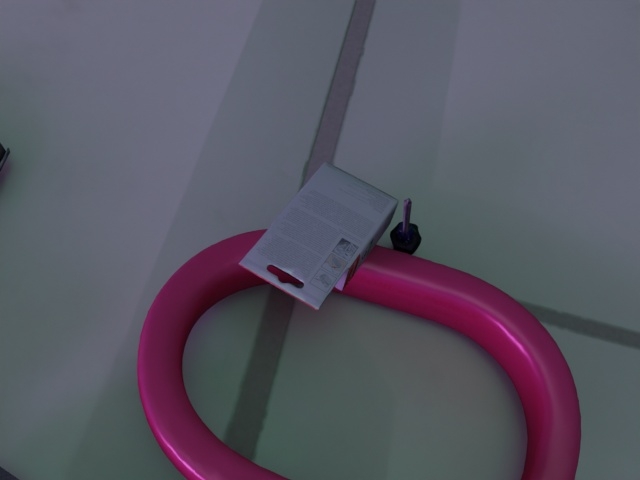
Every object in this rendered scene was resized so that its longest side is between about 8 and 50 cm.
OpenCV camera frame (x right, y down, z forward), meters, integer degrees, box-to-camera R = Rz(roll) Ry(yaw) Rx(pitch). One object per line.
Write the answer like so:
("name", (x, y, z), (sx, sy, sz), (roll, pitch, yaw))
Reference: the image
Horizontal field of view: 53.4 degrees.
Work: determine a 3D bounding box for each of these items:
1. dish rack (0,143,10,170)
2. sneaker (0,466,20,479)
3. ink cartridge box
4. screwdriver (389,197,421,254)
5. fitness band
("dish rack", (-0.336, -0.007, 0.399), (0.208, 0.074, 0.271), (18, 58, -12))
("sneaker", (-0.128, 0.214, 0.326), (0.258, 0.094, 0.091), (31, 79, 13))
("ink cartridge box", (0.000, 0.000, 0.436), (0.063, 0.029, 0.115), (29, 53, 12))
("screwdriver", (0.059, -0.013, 0.430), (0.024, 0.170, 0.025), (12, 78, 9))
("fitness band", (0.027, 0.094, 0.416), (0.291, 0.054, 0.209), (17, 54, 1))
